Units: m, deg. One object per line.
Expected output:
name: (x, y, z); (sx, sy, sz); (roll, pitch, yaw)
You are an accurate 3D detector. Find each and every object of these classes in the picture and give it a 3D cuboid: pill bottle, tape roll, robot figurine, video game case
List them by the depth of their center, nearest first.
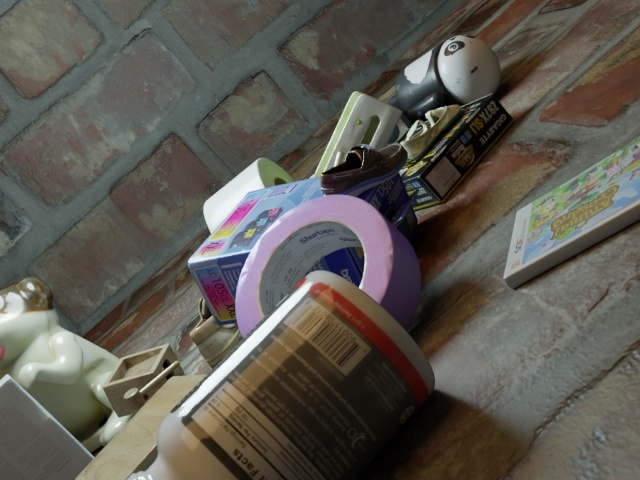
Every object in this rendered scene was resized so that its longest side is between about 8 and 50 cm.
pill bottle: (-0.056, 0.226, 1.053); (0.363, 0.210, 0.210); (-45, 13, -14)
video game case: (0.341, -0.040, 1.194); (0.212, 0.023, 0.193); (-34, 15, 31)
tape roll: (0.008, 0.071, 1.348); (0.275, 0.090, 0.275); (-19, 52, 27)
robot figurine: (0.284, -0.360, 2.090); (0.278, 0.173, 0.209); (-26, 58, 50)
tape roll: (-0.127, -0.047, 2.097); (0.169, 0.246, 0.246); (-37, 13, 18)

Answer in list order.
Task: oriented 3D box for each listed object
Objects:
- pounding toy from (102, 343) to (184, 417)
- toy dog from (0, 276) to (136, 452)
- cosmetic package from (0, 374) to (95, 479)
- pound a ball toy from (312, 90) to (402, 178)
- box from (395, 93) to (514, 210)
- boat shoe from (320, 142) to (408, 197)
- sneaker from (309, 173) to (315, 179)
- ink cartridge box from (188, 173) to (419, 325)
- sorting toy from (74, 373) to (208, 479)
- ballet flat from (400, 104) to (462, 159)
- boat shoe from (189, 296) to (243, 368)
pounding toy: (-0.363, 0.316, 1.934); (0.181, 0.094, 0.206); (-18, 20, 14)
toy dog: (-0.615, 0.278, 2.083); (0.284, 0.408, 0.395); (-33, 15, 30)
cosmetic package: (-0.636, 0.489, 1.722); (0.377, 0.284, 0.097); (-45, 12, -19)
pound a ball toy: (0.080, -0.163, 2.041); (0.208, 0.136, 0.319); (-116, 50, -77)
box: (0.212, -0.160, 1.861); (0.257, 0.079, 0.322); (-49, 15, -23)
boat shoe: (0.077, -0.128, 1.559); (0.183, 0.066, 0.066); (-35, 32, -27)
sneaker: (-0.057, -0.090, 2.319); (0.153, 0.094, 0.235); (-36, 7, -33)
ink cartridge box: (0.000, 0.000, 1.632); (0.395, 0.151, 0.270); (-9, 29, 30)
sorting toy: (-0.270, 0.352, 1.542); (0.255, 0.089, 0.257); (-47, 13, -26)
ballet flat: (0.218, -0.226, 1.776); (0.168, 0.052, 0.057); (-48, 14, -26)
boat shoe: (-0.200, 0.149, 1.966); (0.121, 0.110, 0.341); (-38, 13, 16)
